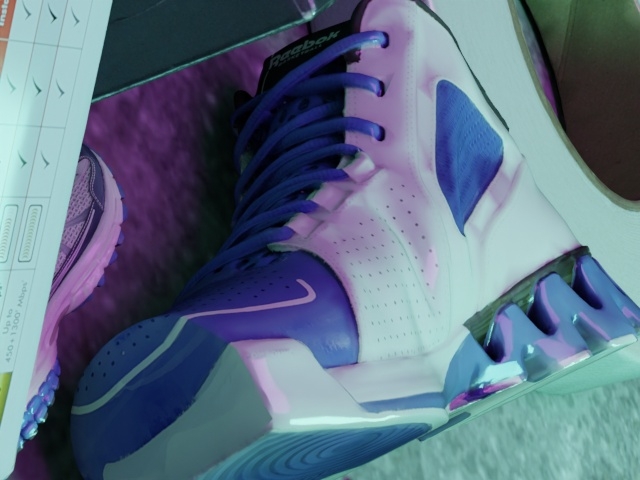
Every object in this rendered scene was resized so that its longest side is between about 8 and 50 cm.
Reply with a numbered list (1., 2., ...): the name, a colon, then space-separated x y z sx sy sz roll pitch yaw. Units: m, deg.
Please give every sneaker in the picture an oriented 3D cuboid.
1. sneaker: 0.001 0.000 0.714 0.315 0.127 0.182 -12 72 -55
2. sneaker: -0.107 0.008 0.583 0.058 0.052 0.135 45 39 -32

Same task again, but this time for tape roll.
1. tape roll: 0.122 -0.107 1.004 0.392 0.072 0.392 35 47 -47

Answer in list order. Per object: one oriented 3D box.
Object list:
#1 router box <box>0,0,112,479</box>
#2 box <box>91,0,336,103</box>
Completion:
1. router box: -0.157 -0.099 0.363 0.301 0.082 0.335 0 106 -59
2. box: -0.045 -0.158 0.659 0.143 0.165 0.270 65 30 -13
